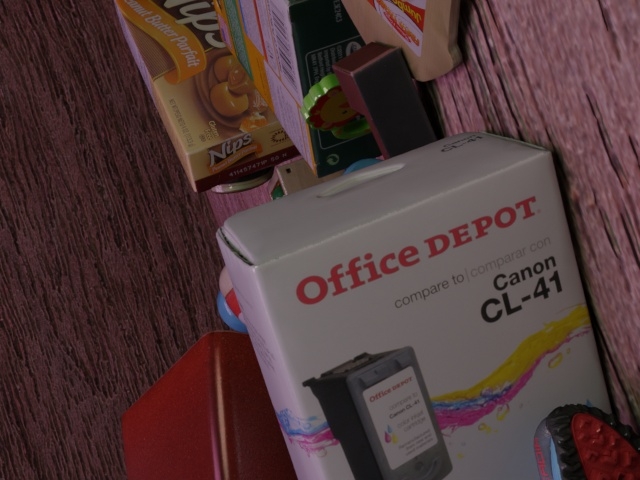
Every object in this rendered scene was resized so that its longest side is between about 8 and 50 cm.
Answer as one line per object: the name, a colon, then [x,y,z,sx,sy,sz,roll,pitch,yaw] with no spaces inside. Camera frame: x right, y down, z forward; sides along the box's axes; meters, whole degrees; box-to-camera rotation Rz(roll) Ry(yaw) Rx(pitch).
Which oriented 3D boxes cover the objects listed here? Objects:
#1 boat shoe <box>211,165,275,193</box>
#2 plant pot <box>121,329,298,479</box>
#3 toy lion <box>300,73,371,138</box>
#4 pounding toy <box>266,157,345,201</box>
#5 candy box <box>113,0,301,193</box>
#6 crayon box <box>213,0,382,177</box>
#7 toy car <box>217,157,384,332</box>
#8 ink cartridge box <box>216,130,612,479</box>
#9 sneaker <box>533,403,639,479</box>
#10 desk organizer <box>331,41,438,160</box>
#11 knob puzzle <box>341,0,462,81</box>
boat shoe: [-0.093,-0.127,1.278,0.223,0.080,0.073,-49,-44,-59]
plant pot: [-0.029,0.255,0.885,0.267,0.267,0.235,-43,42,51]
toy lion: [0.028,-0.124,0.863,0.100,0.096,0.034,92,155,-64]
pounding toy: [0.001,0.007,1.234,0.181,0.094,0.206,138,112,-78]
candy box: [-0.135,-0.229,1.226,0.087,0.183,0.316,88,158,-56]
crayon box: [-0.041,-0.242,1.014,0.323,0.083,0.203,-123,17,-45]
toy car: [0.033,0.078,0.997,0.238,0.210,0.219,55,155,9]
ink cartridge box: [0.080,0.102,0.692,0.131,0.226,0.306,-142,32,-68]
sneaker: [0.188,0.240,0.633,0.125,0.104,0.262,-25,86,51]
desk organizer: [0.061,-0.101,0.805,0.130,0.047,0.050,63,169,-28]
knob puzzle: [0.055,-0.206,0.737,0.213,0.030,0.213,53,168,17]
